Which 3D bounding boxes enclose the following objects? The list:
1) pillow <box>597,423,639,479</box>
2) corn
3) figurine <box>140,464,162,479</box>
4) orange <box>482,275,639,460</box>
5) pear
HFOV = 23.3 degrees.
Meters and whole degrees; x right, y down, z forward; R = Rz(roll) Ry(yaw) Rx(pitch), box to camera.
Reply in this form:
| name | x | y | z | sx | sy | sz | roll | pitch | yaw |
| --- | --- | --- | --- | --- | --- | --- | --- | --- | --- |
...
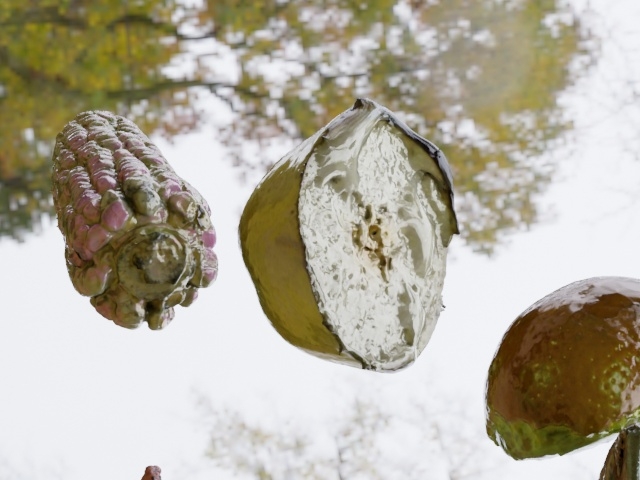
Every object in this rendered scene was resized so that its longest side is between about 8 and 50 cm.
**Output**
| name | x | y | z | sx | sy | sz | roll | pitch | yaw |
| --- | --- | --- | --- | --- | --- | --- | --- | --- | --- |
| pillow | 0.219 | 0.253 | 1.079 | 0.126 | 0.043 | 0.232 | 68 | 20 | -51 |
| corn | -0.173 | -0.030 | 1.316 | 0.335 | 0.127 | 0.126 | -134 | -136 | -65 |
| figurine | -0.094 | 0.224 | 1.087 | 0.140 | 0.068 | 0.075 | 33 | -42 | 40 |
| orange | 0.250 | 0.112 | 1.325 | 0.179 | 0.237 | 0.158 | 152 | -60 | -65 |
| pear | -0.001 | 0.002 | 1.510 | 0.178 | 0.267 | 0.267 | -5 | -87 | 35 |
